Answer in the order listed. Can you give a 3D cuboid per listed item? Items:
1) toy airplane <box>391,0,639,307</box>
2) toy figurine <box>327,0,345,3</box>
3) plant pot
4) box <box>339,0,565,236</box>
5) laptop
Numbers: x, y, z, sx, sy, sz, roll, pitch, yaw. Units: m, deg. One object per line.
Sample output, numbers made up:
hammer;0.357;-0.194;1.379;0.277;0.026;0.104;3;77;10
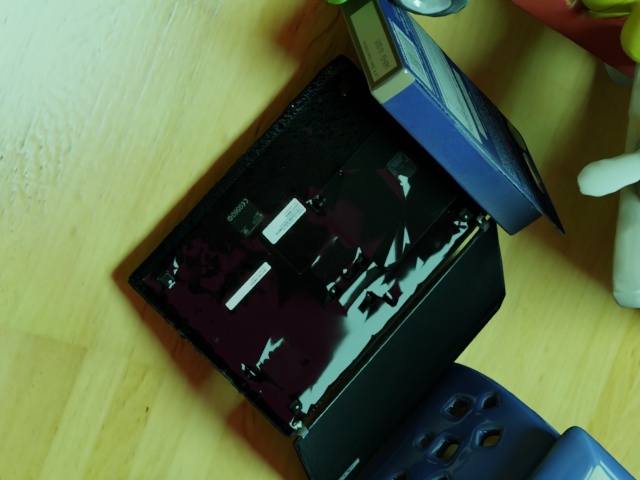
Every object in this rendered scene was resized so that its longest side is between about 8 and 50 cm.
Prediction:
toy airplane;0.263;-0.192;1.339;0.384;0.272;0.386;-37;112;-46
toy figurine;-0.031;-0.253;1.222;0.159;0.130;0.173;9;125;-26
plant pot;0.158;0.266;1.431;0.236;0.212;0.236;45;76;-26
box;0.097;-0.093;1.339;0.036;0.136;0.225;-36;130;17
laptop;0.010;0.038;1.379;0.264;0.136;0.234;45;75;-12
